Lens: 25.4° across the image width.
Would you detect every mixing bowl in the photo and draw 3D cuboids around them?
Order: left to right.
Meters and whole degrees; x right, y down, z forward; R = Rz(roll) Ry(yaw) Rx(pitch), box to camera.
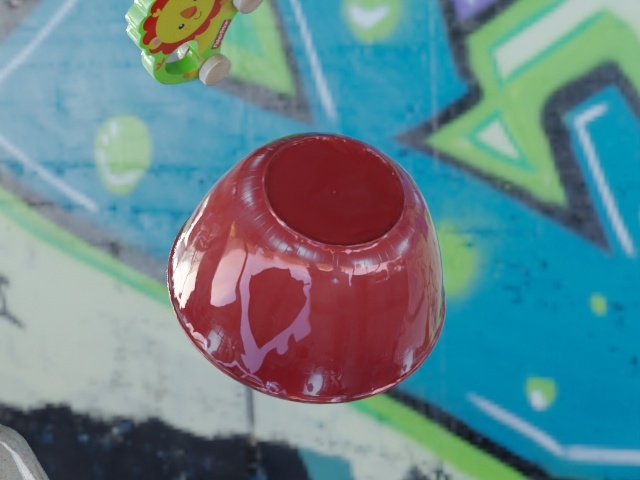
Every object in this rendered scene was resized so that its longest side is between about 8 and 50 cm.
[{"bbox_3d":[0.000,0.000,0.878,0.181,0.181,0.098,-5,144,-16],"label":"mixing bowl"}]

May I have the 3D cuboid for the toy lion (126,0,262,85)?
[{"bbox_3d":[-0.087,-0.141,0.917,0.096,0.100,0.034,-19,-122,-45],"label":"toy lion"}]

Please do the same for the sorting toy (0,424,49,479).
[{"bbox_3d":[-0.157,0.230,0.684,0.229,0.307,0.041,-14,-161,40],"label":"sorting toy"}]
